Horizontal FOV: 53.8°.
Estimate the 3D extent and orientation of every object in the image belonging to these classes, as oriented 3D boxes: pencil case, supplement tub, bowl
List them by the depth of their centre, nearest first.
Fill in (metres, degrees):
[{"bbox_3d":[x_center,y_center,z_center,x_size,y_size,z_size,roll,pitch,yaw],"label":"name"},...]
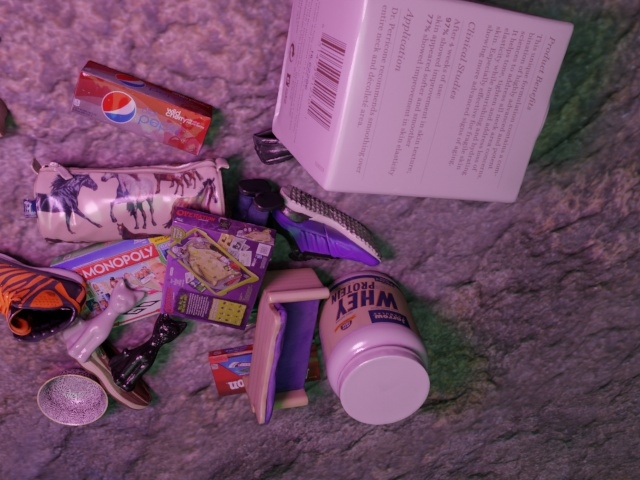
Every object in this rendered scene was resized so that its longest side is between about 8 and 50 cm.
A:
[{"bbox_3d":[-0.393,-0.090,1.333,0.410,0.160,0.183,-4,133,-5],"label":"pencil case"},{"bbox_3d":[0.121,0.247,1.498,0.235,0.325,0.235,-3,119,-6],"label":"supplement tub"},{"bbox_3d":[-0.625,0.383,1.613,0.170,0.080,0.170,-3,120,-6],"label":"bowl"}]

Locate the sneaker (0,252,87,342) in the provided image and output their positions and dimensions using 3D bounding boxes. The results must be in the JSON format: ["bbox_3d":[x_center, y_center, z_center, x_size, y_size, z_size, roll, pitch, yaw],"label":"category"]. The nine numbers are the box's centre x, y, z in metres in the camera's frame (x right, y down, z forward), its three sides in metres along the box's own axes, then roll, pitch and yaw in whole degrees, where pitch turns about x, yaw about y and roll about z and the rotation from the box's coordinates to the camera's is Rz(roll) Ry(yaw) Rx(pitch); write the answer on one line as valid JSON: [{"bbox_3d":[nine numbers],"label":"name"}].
[{"bbox_3d":[-0.673,0.121,1.342,0.321,0.180,0.124,5,115,-13],"label":"sneaker"}]

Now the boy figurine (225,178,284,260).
[{"bbox_3d":[-0.174,0.007,1.429,0.092,0.177,0.285,-17,140,-45],"label":"boy figurine"}]

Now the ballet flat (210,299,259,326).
[{"bbox_3d":[-0.233,0.186,1.562,0.213,0.072,0.068,0,124,-8],"label":"ballet flat"}]

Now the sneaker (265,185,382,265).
[{"bbox_3d":[0.000,-0.001,1.476,0.293,0.102,0.146,31,111,-14],"label":"sneaker"}]

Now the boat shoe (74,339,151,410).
[{"bbox_3d":[-0.507,0.328,1.593,0.095,0.095,0.257,-37,117,6],"label":"boat shoe"}]

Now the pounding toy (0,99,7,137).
[{"bbox_3d":[-0.675,-0.311,1.172,0.155,0.154,0.269,-24,120,6],"label":"pounding toy"}]

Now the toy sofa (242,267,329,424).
[{"bbox_3d":[-0.081,0.258,1.512,0.150,0.177,0.362,-3,122,-22],"label":"toy sofa"}]

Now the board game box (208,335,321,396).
[{"bbox_3d":[-0.146,0.336,1.684,0.281,0.027,0.145,-9,121,-3],"label":"board game box"}]

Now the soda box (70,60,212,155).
[{"bbox_3d":[-0.357,-0.268,1.280,0.263,0.083,0.092,18,116,-18],"label":"soda box"}]

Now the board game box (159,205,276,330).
[{"bbox_3d":[-0.232,0.074,1.375,0.208,0.056,0.347,11,140,-12],"label":"board game box"}]

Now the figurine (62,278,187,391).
[{"bbox_3d":[-0.458,0.217,1.488,0.209,0.092,0.215,-47,116,1],"label":"figurine"}]

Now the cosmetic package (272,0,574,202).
[{"bbox_3d":[0.161,-0.283,1.152,0.394,0.327,0.329,2,115,-23],"label":"cosmetic package"}]

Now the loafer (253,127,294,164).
[{"bbox_3d":[-0.035,-0.229,1.350,0.223,0.076,0.078,-17,129,6],"label":"loafer"}]

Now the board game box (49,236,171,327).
[{"bbox_3d":[-0.436,0.084,1.491,0.317,0.046,0.213,-19,121,3],"label":"board game box"}]
